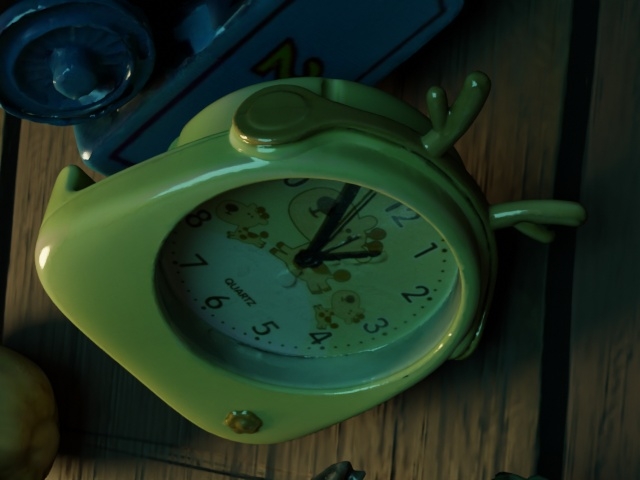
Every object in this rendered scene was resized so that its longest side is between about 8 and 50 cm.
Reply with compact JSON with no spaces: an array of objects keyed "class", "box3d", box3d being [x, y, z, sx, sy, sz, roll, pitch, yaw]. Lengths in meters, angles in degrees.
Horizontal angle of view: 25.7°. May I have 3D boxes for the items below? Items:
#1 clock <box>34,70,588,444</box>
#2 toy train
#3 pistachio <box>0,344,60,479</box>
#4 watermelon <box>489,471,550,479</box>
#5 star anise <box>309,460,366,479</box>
[{"class":"clock","box3d":[0.000,0.000,0.866,0.308,0.235,0.096,-25,36,26]},{"class":"toy train","box3d":[-0.071,-0.173,0.890,0.300,0.265,0.188,-38,52,26]},{"class":"pistachio","box3d":[-0.287,0.138,1.097,0.206,0.131,0.129,13,86,39]},{"class":"watermelon","box3d":[0.161,0.252,0.696,0.302,0.264,0.151,25,108,40]},{"class":"star anise","box3d":[-0.003,0.257,0.870,0.229,0.093,0.236,-11,77,38]}]
